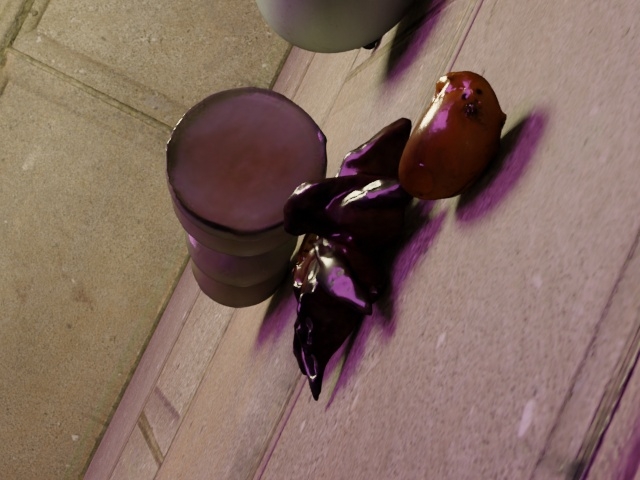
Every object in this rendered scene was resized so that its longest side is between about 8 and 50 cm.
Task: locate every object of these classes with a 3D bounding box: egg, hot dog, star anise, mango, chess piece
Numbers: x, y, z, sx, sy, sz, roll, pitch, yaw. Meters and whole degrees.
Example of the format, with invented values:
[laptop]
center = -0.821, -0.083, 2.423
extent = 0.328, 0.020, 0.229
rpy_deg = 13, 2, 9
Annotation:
[egg]
center = 0.039, -0.394, 1.566
extent = 0.230, 0.230, 0.371
rpy_deg = -52, 8, 50
[hot dog]
center = 0.000, 0.000, 1.320
extent = 0.049, 0.037, 0.122
rpy_deg = 110, -176, -45
[star anise]
center = 0.007, 0.004, 1.060
extent = 0.272, 0.102, 0.272
rpy_deg = -157, 90, -82
[mango]
center = 0.097, -0.071, 0.892
extent = 0.127, 0.063, 0.077
rpy_deg = 120, 167, -52
[chess piece]
center = -0.091, -0.022, 1.421
extent = 0.330, 0.182, 0.182
rpy_deg = 100, -169, -65

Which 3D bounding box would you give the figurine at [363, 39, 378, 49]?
[figurine]
center = 0.078, -0.344, 1.756
extent = 0.079, 0.077, 0.136
rpy_deg = 28, -109, -66
